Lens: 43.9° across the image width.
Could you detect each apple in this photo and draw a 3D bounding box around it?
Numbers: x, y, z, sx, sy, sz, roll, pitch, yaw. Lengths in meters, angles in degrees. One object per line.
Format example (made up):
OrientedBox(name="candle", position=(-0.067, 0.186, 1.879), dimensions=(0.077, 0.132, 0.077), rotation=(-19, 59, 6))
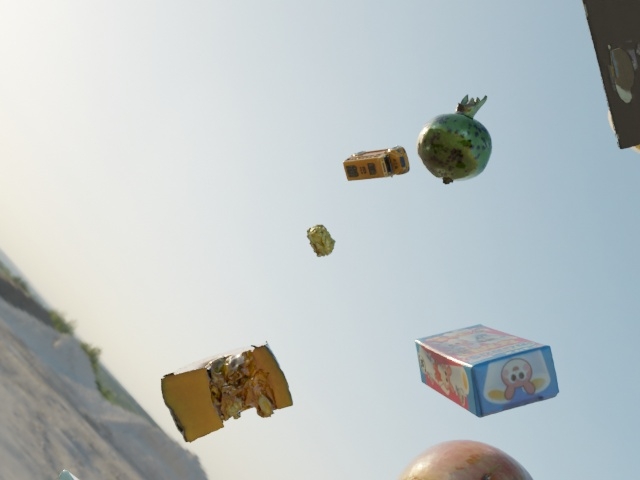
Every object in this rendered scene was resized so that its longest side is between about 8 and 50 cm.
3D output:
OrientedBox(name="apple", position=(0.354, 0.687, 1.962), dimensions=(0.346, 0.391, 0.391), rotation=(3, -45, 49))

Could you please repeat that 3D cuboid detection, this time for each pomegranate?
OrientedBox(name="pomegranate", position=(0.369, -0.279, 2.149), dimensions=(0.211, 0.263, 0.211), rotation=(15, -3, 1))

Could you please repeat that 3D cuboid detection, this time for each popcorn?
OrientedBox(name="popcorn", position=(0.000, 0.000, 1.921), dimensions=(0.082, 0.057, 0.083), rotation=(59, -8, 6))

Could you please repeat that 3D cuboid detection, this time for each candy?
OrientedBox(name="candy", position=(0.303, 0.237, 1.502), dimensions=(0.306, 0.157, 0.100), rotation=(-167, -114, -78))

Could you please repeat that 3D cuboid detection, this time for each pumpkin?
OrientedBox(name="pumpkin", position=(-0.186, 0.282, 1.476), dimensions=(0.139, 0.190, 0.280), rotation=(69, -23, 5))

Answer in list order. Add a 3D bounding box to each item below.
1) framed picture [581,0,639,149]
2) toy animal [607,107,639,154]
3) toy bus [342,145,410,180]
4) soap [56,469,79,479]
OrientedBox(name="framed picture", position=(0.563, -0.293, 1.138), dimensions=(0.013, 0.323, 0.244), rotation=(-62, 135, -75))
OrientedBox(name="toy animal", position=(0.742, -0.241, 1.483), dimensions=(0.345, 0.247, 0.277), rotation=(18, 26, -3))
OrientedBox(name="toy bus", position=(0.139, -0.188, 1.975), dimensions=(0.162, 0.074, 0.070), rotation=(-3, -70, 39))
OrientedBox(name="soap", position=(-0.498, 0.574, 1.678), dimensions=(0.119, 0.066, 0.198), rotation=(40, -20, 29))
